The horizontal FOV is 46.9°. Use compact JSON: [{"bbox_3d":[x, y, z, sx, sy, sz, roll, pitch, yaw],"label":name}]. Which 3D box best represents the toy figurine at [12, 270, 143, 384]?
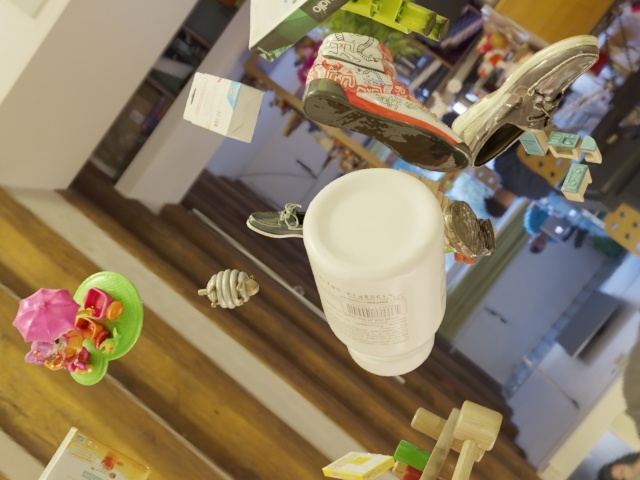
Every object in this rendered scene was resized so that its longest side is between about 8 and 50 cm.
[{"bbox_3d":[-0.350,0.124,1.007,0.130,0.173,0.159,27,-174,22],"label":"toy figurine"}]

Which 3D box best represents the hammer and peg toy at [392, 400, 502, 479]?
[{"bbox_3d":[0.156,0.399,1.165,0.127,0.266,0.361,25,141,14],"label":"hammer and peg toy"}]

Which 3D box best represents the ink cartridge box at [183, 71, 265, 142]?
[{"bbox_3d":[-0.195,-0.268,1.468,0.061,0.104,0.181,11,-169,-41],"label":"ink cartridge box"}]

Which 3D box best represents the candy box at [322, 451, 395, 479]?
[{"bbox_3d":[0.098,0.594,1.938,0.206,0.105,0.027,-21,93,60],"label":"candy box"}]

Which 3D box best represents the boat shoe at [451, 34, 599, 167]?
[{"bbox_3d":[0.321,-0.208,1.148,0.103,0.285,0.092,-2,-113,-37],"label":"boat shoe"}]

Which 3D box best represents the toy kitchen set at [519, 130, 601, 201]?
[{"bbox_3d":[0.594,-0.209,1.905,0.207,0.166,0.122,16,163,41],"label":"toy kitchen set"}]

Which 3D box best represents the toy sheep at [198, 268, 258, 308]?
[{"bbox_3d":[-0.195,0.103,1.555,0.132,0.091,0.091,-2,-176,6],"label":"toy sheep"}]

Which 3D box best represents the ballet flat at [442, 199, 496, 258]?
[{"bbox_3d":[0.211,-0.010,1.097,0.250,0.058,0.084,5,-104,-67],"label":"ballet flat"}]

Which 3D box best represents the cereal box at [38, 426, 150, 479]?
[{"bbox_3d":[-0.454,0.496,1.375,0.173,0.240,0.047,37,158,-22],"label":"cereal box"}]

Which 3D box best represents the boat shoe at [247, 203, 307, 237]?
[{"bbox_3d":[-0.071,-0.052,2.024,0.254,0.079,0.095,10,-143,-5],"label":"boat shoe"}]

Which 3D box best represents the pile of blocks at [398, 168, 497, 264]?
[{"bbox_3d":[0.230,-0.025,1.540,0.149,0.112,0.362,3,162,40],"label":"pile of blocks"}]

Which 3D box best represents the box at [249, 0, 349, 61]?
[{"bbox_3d":[0.003,-0.473,1.223,0.058,0.322,0.232,22,-125,-37],"label":"box"}]

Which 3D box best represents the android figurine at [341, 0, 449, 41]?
[{"bbox_3d":[0.090,-0.425,1.321,0.273,0.056,0.248,26,-162,17],"label":"android figurine"}]

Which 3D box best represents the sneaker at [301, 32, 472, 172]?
[{"bbox_3d":[0.111,-0.209,1.086,0.270,0.145,0.090,20,150,-13],"label":"sneaker"}]

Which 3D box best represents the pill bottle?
[{"bbox_3d":[0.063,0.045,0.761,0.131,0.131,0.229,41,161,31],"label":"pill bottle"}]
